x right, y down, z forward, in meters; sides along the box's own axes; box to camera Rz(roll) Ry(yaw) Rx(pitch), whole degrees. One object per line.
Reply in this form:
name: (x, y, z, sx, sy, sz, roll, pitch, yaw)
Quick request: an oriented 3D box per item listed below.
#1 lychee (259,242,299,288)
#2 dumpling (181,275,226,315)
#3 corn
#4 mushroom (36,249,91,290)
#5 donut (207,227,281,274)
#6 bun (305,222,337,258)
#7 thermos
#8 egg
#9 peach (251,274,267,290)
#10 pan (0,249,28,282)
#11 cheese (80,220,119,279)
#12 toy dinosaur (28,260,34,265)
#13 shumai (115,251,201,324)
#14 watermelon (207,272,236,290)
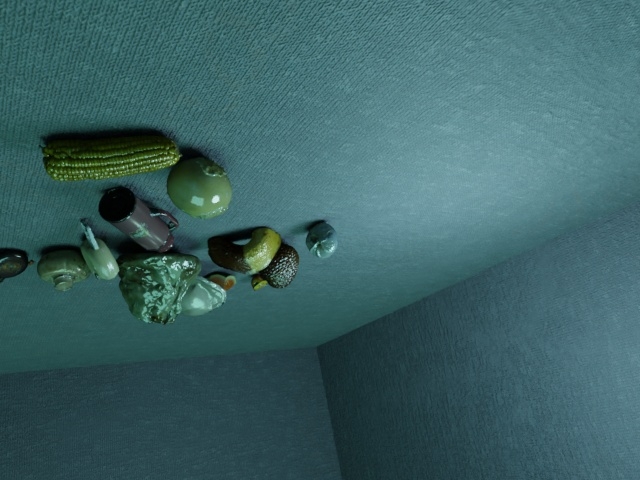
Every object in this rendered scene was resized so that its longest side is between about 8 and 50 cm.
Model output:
lychee: (-0.179, 0.098, 1.928, 0.194, 0.195, 0.194, -10, 158, -4)
dumpling: (-0.588, 0.223, 2.051, 0.341, 0.181, 0.260, 12, 153, 51)
corn: (-0.494, -0.200, 1.122, 0.312, 0.102, 0.102, -8, 158, -11)
mushroom: (-0.884, 0.102, 1.623, 0.166, 0.127, 0.166, -17, 162, -6)
donut: (-0.297, 0.043, 1.774, 0.294, 0.151, 0.112, -13, 148, 3)
bun: (0.000, 0.000, 1.824, 0.140, 0.141, 0.083, -27, 160, 33)
thermos: (-0.541, -0.054, 1.462, 0.136, 0.109, 0.330, -52, 162, -13)
egg: (-0.325, -0.143, 1.277, 0.164, 0.165, 0.201, -20, 160, 18)
peach: (-0.292, 0.193, 2.250, 0.098, 0.061, 0.098, -33, 166, -9)
pan: (-1.065, 0.112, 1.569, 0.212, 0.040, 0.114, -45, 152, 20)
cheese: (-0.750, 0.027, 1.550, 0.070, 0.163, 0.249, -34, 129, -30)
toy dinosaur: (-1.131, 0.097, 1.581, 0.279, 0.056, 0.101, -7, 167, -16)
shumai: (-0.591, 0.179, 1.709, 0.308, 0.264, 0.304, 0, 177, -19)
watermelon: (-0.457, 0.200, 2.136, 0.135, 0.095, 0.125, -9, 168, 9)
